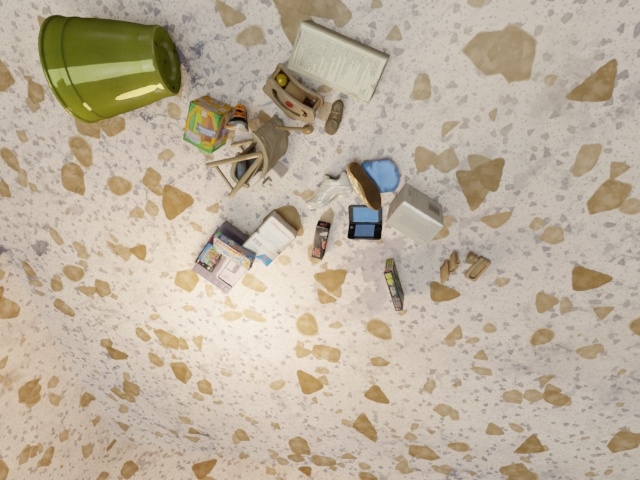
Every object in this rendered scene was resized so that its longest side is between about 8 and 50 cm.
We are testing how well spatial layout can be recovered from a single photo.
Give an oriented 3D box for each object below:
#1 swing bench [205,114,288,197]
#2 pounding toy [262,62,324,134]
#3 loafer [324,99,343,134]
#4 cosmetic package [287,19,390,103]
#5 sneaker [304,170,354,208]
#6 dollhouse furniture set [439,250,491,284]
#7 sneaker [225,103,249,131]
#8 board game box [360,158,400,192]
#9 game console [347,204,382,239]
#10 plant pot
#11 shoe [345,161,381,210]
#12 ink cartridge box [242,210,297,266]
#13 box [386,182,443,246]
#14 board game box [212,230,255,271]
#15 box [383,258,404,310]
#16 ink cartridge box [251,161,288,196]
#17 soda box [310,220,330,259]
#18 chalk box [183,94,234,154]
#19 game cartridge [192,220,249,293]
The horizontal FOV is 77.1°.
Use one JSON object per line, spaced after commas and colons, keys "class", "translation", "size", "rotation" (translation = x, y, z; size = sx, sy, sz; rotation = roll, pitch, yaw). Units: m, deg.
{"class": "swing bench", "translation": [-0.254, -0.325, 1.539], "size": [0.255, 0.253, 0.165], "rotation": [-24, 111, 27]}
{"class": "pounding toy", "translation": [-0.096, -0.473, 1.430], "size": [0.270, 0.154, 0.154], "rotation": [40, 163, -36]}
{"class": "loafer", "translation": [0.057, -0.460, 1.500], "size": [0.056, 0.050, 0.148], "rotation": [29, 138, 1]}
{"class": "cosmetic package", "translation": [0.062, -0.610, 1.371], "size": [0.310, 0.113, 0.160], "rotation": [24, 123, -1]}
{"class": "sneaker", "translation": [0.027, -0.211, 1.640], "size": [0.232, 0.090, 0.115], "rotation": [-26, 104, 17]}
{"class": "dollhouse furniture set", "translation": [0.599, 0.131, 1.655], "size": [0.151, 0.123, 0.144], "rotation": [27, 123, -2]}
{"class": "sneaker", "translation": [-0.310, -0.460, 1.510], "size": [0.084, 0.215, 0.083], "rotation": [8, 113, -21]}
{"class": "board game box", "translation": [0.228, -0.253, 1.584], "size": [0.169, 0.033, 0.133], "rotation": [-5, 114, 17]}
{"class": "game console", "translation": [0.183, -0.074, 1.673], "size": [0.144, 0.124, 0.085], "rotation": [2, 146, 15]}
{"class": "plant pot", "translation": [-0.717, -0.630, 1.458], "size": [0.354, 0.366, 0.366], "rotation": [-4, 119, 4]}
{"class": "shoe", "translation": [0.168, -0.212, 1.573], "size": [0.219, 0.077, 0.058], "rotation": [57, 159, -17]}
{"class": "ink cartridge box", "translation": [-0.223, -0.008, 1.794], "size": [0.148, 0.086, 0.203], "rotation": [43, 107, -12]}
{"class": "box", "translation": [0.365, -0.100, 1.548], "size": [0.182, 0.181, 0.119], "rotation": [31, 122, -4]}
{"class": "board game box", "translation": [-0.393, 0.050, 1.816], "size": [0.201, 0.035, 0.136], "rotation": [33, 150, 1]}
{"class": "box", "translation": [0.326, 0.196, 1.773], "size": [0.036, 0.114, 0.206], "rotation": [-11, 117, 20]}
{"class": "ink cartridge box", "translation": [-0.209, -0.255, 1.659], "size": [0.135, 0.099, 0.056], "rotation": [-36, 104, 28]}
{"class": "soda box", "translation": [0.000, 0.000, 1.781], "size": [0.060, 0.053, 0.168], "rotation": [15, 123, 6]}
{"class": "chalk box", "translation": [-0.449, -0.440, 1.595], "size": [0.133, 0.132, 0.212], "rotation": [24, 123, 1]}
{"class": "game cartridge", "translation": [-0.463, 0.089, 1.956], "size": [0.230, 0.068, 0.355], "rotation": [35, 122, -11]}
